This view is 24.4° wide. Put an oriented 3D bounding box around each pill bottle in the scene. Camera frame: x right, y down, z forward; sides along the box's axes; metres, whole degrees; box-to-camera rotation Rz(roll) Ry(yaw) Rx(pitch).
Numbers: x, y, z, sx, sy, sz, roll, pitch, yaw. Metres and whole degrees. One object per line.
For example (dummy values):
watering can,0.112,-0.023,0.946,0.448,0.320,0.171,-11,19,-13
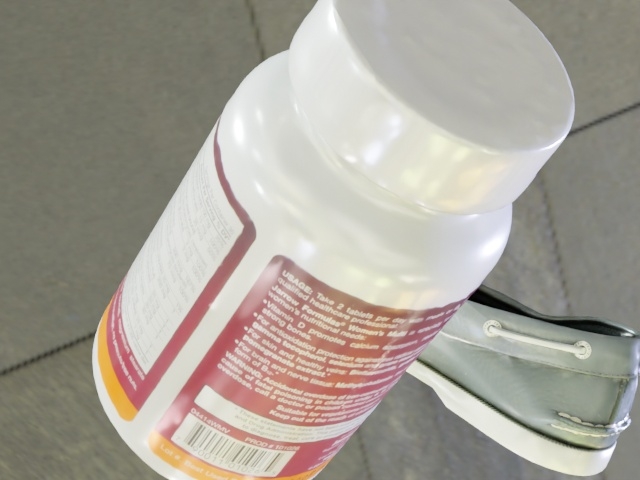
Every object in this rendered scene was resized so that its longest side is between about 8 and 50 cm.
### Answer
pill bottle,0.000,0.000,0.591,0.121,0.221,0.121,19,43,-19

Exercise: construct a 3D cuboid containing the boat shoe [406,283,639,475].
boat shoe,0.071,0.029,0.976,0.116,0.319,0.099,-13,131,-56
